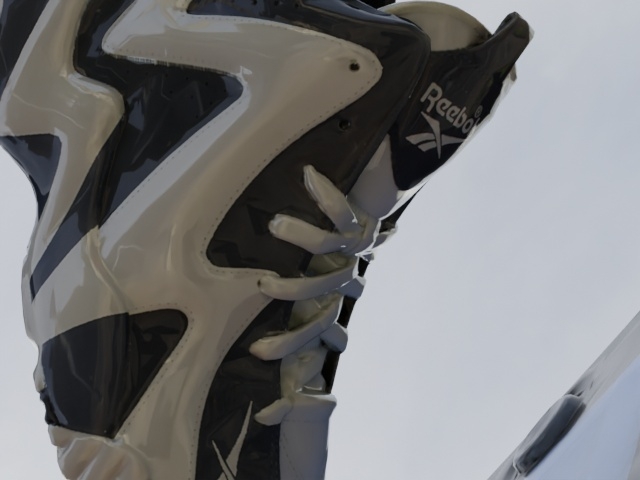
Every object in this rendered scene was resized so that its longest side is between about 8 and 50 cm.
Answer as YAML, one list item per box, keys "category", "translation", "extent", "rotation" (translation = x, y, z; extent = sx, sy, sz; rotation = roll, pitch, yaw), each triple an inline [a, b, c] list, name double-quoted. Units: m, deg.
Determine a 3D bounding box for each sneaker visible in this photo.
- category: "sneaker"
  translation: [0.000, 0.000, 0.433]
  extent: [0.094, 0.153, 0.235]
  rotation: [29, -140, -68]

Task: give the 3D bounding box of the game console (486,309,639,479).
- category: "game console"
  translation: [0.030, 0.173, 0.514]
  extent: [0.342, 0.060, 0.386]
  rotation: [-48, -2, 27]
